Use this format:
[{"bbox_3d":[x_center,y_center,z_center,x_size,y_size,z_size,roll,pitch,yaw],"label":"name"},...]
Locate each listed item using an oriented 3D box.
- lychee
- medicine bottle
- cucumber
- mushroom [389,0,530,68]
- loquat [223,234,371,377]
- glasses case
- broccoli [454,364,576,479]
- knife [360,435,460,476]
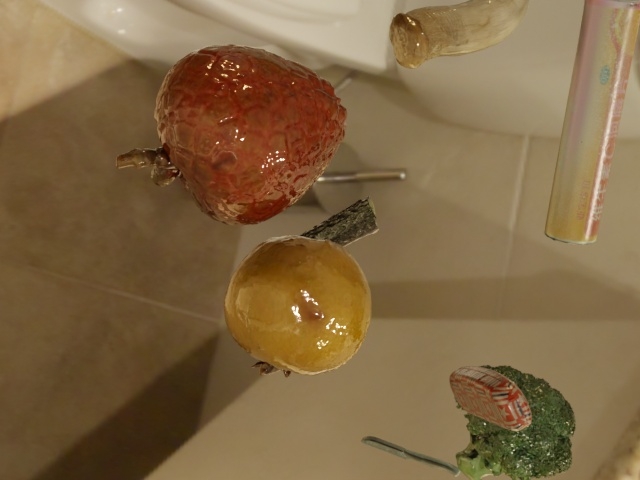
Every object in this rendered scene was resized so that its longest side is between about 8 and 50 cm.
[{"bbox_3d":[-0.113,-0.132,1.190,0.300,0.255,0.255,-32,116,-8],"label":"lychee"},{"bbox_3d":[0.459,-0.206,1.522,0.108,0.108,0.426,-15,118,-44],"label":"medicine bottle"},{"bbox_3d":[0.002,0.000,1.639,0.067,0.245,0.067,47,27,-33],"label":"cucumber"},{"bbox_3d":[0.272,-0.411,1.691,0.351,0.095,0.123,-28,85,-32],"label":"mushroom"},{"bbox_3d":[-0.032,0.093,1.260,0.208,0.208,0.208,-1,92,-45],"label":"loquat"},{"bbox_3d":[0.237,0.213,1.260,0.049,0.194,0.073,-28,96,-12],"label":"glasses case"},{"bbox_3d":[0.375,0.377,1.813,0.270,0.270,0.270,25,33,-18],"label":"broccoli"},{"bbox_3d":[0.163,0.397,1.673,0.015,0.210,0.028,-57,143,-29],"label":"knife"}]
